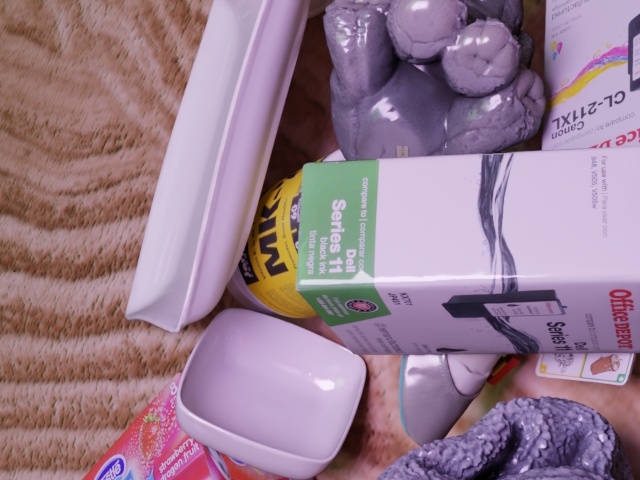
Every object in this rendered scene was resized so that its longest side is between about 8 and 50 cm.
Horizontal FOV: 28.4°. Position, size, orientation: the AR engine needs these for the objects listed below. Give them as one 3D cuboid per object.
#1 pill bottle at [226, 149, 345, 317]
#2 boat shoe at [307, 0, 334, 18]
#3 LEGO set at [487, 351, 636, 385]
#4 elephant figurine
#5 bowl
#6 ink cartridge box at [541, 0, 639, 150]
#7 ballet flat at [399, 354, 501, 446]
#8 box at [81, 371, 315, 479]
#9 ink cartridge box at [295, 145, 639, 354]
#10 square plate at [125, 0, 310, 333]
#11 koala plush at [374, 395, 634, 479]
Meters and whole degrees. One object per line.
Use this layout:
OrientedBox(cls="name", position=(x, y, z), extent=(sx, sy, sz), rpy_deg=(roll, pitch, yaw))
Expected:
OrientedBox(cls="pill bottle", position=(0.000, 0.000, 1.034), extent=(0.208, 0.119, 0.119), rpy_deg=(-23, 60, 61))
OrientedBox(cls="boat shoe", position=(0.026, -0.356, 1.151), extent=(0.319, 0.116, 0.099), rpy_deg=(-57, 43, 29))
OrientedBox(cls="LEGO set", position=(0.157, 0.022, 0.944), extent=(0.244, 0.060, 0.182), rpy_deg=(-1, 65, 48))
OrientedBox(cls="elephant figurine", position=(0.096, -0.147, 0.928), extent=(0.186, 0.169, 0.239), rpy_deg=(-17, 25, 24))
OrientedBox(cls="bowl", position=(-0.044, 0.131, 1.039), extent=(0.142, 0.142, 0.053), rpy_deg=(-65, -4, -52))
OrientedBox(cls="ink cartridge box", position=(0.220, -0.109, 0.852), extent=(0.127, 0.072, 0.175), rpy_deg=(-22, 51, 43))
OrientedBox(cls="ballet flat", position=(0.108, 0.042, 0.889), extent=(0.068, 0.072, 0.213), rpy_deg=(-2, 67, 44))
OrientedBox(cls="box", position=(-0.132, 0.247, 1.127), extent=(0.257, 0.123, 0.128), rpy_deg=(-47, 46, 29))
OrientedBox(cls="ink cartridge box", position=(0.105, 0.012, 0.789), extent=(0.208, 0.153, 0.086), rpy_deg=(-2, 68, 16))
OrientedBox(cls="square plate", position=(-0.088, -0.088, 1.105), extent=(0.344, 0.049, 0.347), rpy_deg=(175, 110, -74))
OrientedBox(cls="koala plush", position=(0.164, 0.218, 0.754), extent=(0.221, 0.203, 0.196), rpy_deg=(36, 145, 41))
